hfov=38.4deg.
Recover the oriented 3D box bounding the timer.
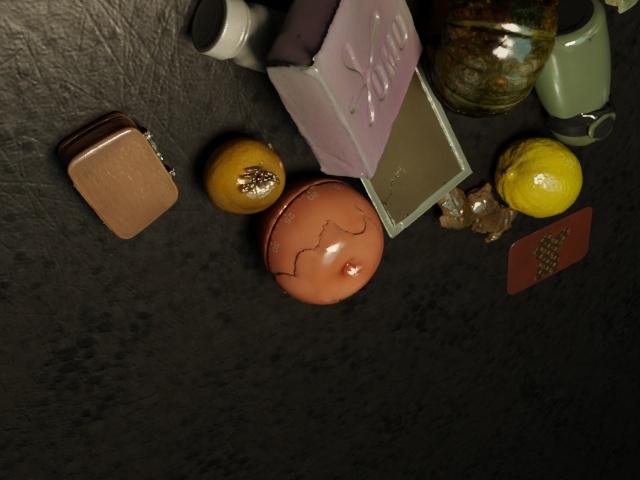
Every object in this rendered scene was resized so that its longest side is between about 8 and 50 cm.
[{"bbox_3d":[0.000,0.000,1.703,0.229,0.215,0.230,-20,131,-24],"label":"timer"}]

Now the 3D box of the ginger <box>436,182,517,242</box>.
[{"bbox_3d":[0.324,-0.072,1.980,0.290,0.084,0.122,18,114,-43],"label":"ginger"}]

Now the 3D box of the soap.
[{"bbox_3d":[0.044,-0.298,1.486,0.285,0.107,0.296,53,50,-51],"label":"soap"}]

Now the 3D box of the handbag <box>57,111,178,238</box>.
[{"bbox_3d":[-0.322,-0.109,1.493,0.151,0.072,0.193,-37,134,-7],"label":"handbag"}]

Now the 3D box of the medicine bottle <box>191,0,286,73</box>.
[{"bbox_3d":[-0.109,-0.325,1.459,0.168,0.105,0.105,10,115,-40],"label":"medicine bottle"}]

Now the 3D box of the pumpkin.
[{"bbox_3d":[0.285,-0.363,1.580,0.192,0.320,0.321,3,123,-9],"label":"pumpkin"}]

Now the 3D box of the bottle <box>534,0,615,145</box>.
[{"bbox_3d":[0.510,-0.335,1.862,0.168,0.168,0.347,-39,139,-6],"label":"bottle"}]

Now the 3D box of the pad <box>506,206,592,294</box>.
[{"bbox_3d":[0.573,0.026,2.294,0.267,0.004,0.181,-24,133,-19],"label":"pad"}]

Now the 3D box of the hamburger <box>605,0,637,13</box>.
[{"bbox_3d":[0.627,-0.537,1.876,0.084,0.054,0.121,-29,127,-13],"label":"hamburger"}]

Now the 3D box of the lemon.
[{"bbox_3d":[0.466,-0.136,1.973,0.193,0.181,0.181,2,123,-13],"label":"lemon"}]

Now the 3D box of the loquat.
[{"bbox_3d":[-0.131,-0.110,1.585,0.141,0.141,0.141,-19,131,-24],"label":"loquat"}]

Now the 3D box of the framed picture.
[{"bbox_3d":[0.148,-0.186,1.716,0.231,0.018,0.293,-38,114,-22],"label":"framed picture"}]
